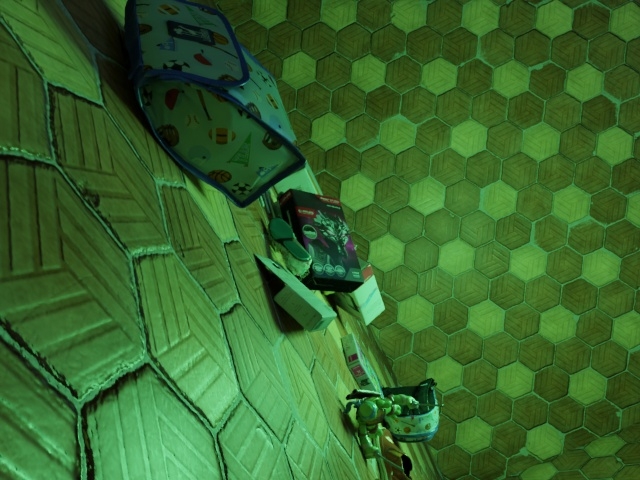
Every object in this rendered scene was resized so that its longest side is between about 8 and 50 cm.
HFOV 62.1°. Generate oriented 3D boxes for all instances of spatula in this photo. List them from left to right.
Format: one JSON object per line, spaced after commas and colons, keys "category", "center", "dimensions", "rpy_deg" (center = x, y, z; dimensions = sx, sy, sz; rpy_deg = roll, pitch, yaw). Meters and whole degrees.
{"category": "spatula", "center": [-0.204, -0.178, 1.905], "dimensions": [0.168, 0.019, 0.242], "rpy_deg": [59, 8, -54]}

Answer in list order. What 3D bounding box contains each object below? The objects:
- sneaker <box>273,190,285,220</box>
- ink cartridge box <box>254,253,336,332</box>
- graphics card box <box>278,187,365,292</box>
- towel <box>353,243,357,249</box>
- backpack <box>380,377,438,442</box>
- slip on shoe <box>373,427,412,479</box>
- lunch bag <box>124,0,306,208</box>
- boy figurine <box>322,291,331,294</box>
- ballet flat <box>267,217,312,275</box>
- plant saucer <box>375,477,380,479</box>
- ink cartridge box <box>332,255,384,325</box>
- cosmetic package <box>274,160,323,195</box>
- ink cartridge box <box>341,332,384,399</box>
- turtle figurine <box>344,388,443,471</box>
{"category": "sneaker", "center": [-0.131, -0.093, 1.981], "dimensions": [0.115, 0.090, 0.232], "rpy_deg": [32, 30, -33]}
{"category": "ink cartridge box", "center": [-0.076, 0.145, 1.447], "dimensions": [0.239, 0.060, 0.275], "rpy_deg": [40, 0, 12]}
{"category": "graphics card box", "center": [0.000, 0.000, 1.874], "dimensions": [0.233, 0.094, 0.370], "rpy_deg": [10, 53, -36]}
{"category": "towel", "center": [0.004, -0.026, 2.184], "dimensions": [0.237, 0.037, 0.329], "rpy_deg": [26, 3, 22]}
{"category": "backpack", "center": [0.372, 0.720, 2.218], "dimensions": [0.263, 0.277, 0.213], "rpy_deg": [-32, 110, -82]}
{"category": "slip on shoe", "center": [0.238, 0.703, 1.670], "dimensions": [0.123, 0.101, 0.331], "rpy_deg": [61, 4, -13]}
{"category": "lunch bag", "center": [-0.237, -0.313, 1.124], "dimensions": [0.385, 0.239, 0.327], "rpy_deg": [35, 26, -46]}
{"category": "boy figurine", "center": [0.001, 0.118, 2.144], "dimensions": [0.285, 0.092, 0.177], "rpy_deg": [60, 7, -48]}
{"category": "ballet flat", "center": [-0.105, 0.023, 1.613], "dimensions": [0.241, 0.091, 0.077], "rpy_deg": [54, -43, 46]}
{"category": "plant saucer", "center": [0.168, 0.699, 1.464], "dimensions": [0.083, 0.013, 0.083], "rpy_deg": [63, 6, -11]}
{"category": "ink cartridge box", "center": [0.137, 0.194, 2.327], "dimensions": [0.226, 0.131, 0.306], "rpy_deg": [31, -29, 44]}
{"category": "cosmetic package", "center": [-0.090, -0.228, 2.499], "dimensions": [0.230, 0.162, 0.453], "rpy_deg": [63, 5, -12]}
{"category": "ink cartridge box", "center": [0.180, 0.538, 2.109], "dimensions": [0.186, 0.065, 0.311], "rpy_deg": [-104, 169, -65]}
{"category": "turtle figurine", "center": [0.203, 0.550, 1.567], "dimensions": [0.266, 0.275, 0.197], "rpy_deg": [62, 38, -71]}
